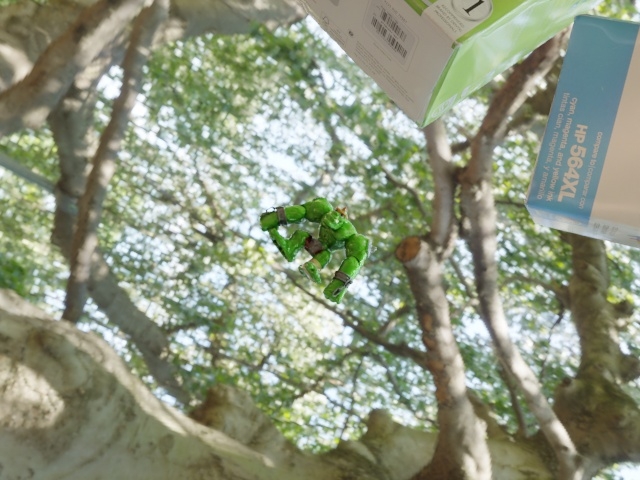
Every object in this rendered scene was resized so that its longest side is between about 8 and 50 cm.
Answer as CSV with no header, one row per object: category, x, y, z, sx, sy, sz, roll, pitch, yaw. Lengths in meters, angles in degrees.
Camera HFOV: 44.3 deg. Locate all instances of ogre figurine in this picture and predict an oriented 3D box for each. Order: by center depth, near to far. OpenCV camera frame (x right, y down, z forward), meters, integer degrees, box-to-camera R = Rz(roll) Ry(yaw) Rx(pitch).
ogre figurine,0.000,0.000,1.262,0.118,0.097,0.197,-37,-136,-18

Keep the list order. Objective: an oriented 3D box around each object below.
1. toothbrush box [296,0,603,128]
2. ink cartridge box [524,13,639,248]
toothbrush box,0.131,-0.265,0.678,0.283,0.206,0.122,-35,166,-21
ink cartridge box,0.179,-0.037,0.365,0.143,0.092,0.090,16,-89,19
